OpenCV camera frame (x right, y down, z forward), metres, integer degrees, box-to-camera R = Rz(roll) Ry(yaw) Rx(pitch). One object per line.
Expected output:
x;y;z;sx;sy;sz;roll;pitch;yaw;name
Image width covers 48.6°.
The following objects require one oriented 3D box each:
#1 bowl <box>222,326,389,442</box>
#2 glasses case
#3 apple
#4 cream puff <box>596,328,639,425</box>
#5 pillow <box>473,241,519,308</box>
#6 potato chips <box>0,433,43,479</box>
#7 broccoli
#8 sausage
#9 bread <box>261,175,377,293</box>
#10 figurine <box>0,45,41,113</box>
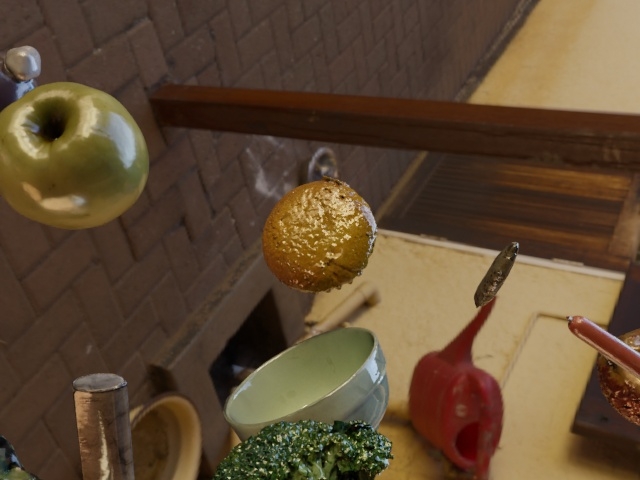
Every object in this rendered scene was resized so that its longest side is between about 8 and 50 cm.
-0.003;0.297;1.279;0.307;0.307;0.163;-42;107;-49;bowl
-0.473;0.425;1.559;0.060;0.114;0.299;-108;-161;-58;glasses case
-0.433;-0.144;1.232;0.262;0.262;0.262;-29;124;-55;apple
0.683;0.286;1.444;0.240;0.240;0.164;-56;158;-36;cream puff
0.429;0.101;1.760;0.093;0.051;0.241;-56;170;-42;pillow
-0.460;0.323;0.895;0.070;0.429;0.359;-40;133;-50;potato chips
-0.020;0.236;0.638;0.195;0.156;0.195;-52;167;-18;broccoli
0.414;0.162;0.933;0.029;0.223;0.029;-56;-177;4;sausage
-0.002;0.000;1.406;0.139;0.240;0.240;71;38;-63;bread
-0.709;-0.247;1.572;0.218;0.206;0.365;-55;157;-37;figurine
